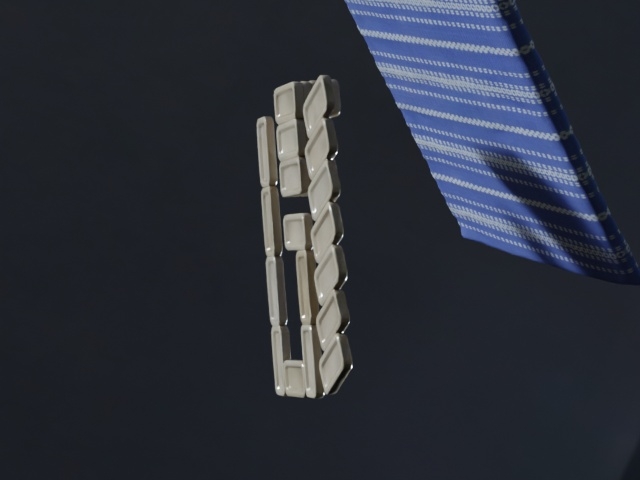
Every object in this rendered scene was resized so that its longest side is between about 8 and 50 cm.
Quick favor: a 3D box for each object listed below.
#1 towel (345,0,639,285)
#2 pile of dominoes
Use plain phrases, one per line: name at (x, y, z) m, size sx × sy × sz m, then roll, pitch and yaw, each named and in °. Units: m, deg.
towel at (0.119, -0.124, 1.291) m, size 0.243 × 0.040 × 0.336 m, roll 21°, pitch 143°, yaw 61°
pile of dominoes at (0.000, 0.000, 1.304) m, size 0.040 × 0.251 × 0.196 m, roll -4°, pitch 179°, yaw -18°
